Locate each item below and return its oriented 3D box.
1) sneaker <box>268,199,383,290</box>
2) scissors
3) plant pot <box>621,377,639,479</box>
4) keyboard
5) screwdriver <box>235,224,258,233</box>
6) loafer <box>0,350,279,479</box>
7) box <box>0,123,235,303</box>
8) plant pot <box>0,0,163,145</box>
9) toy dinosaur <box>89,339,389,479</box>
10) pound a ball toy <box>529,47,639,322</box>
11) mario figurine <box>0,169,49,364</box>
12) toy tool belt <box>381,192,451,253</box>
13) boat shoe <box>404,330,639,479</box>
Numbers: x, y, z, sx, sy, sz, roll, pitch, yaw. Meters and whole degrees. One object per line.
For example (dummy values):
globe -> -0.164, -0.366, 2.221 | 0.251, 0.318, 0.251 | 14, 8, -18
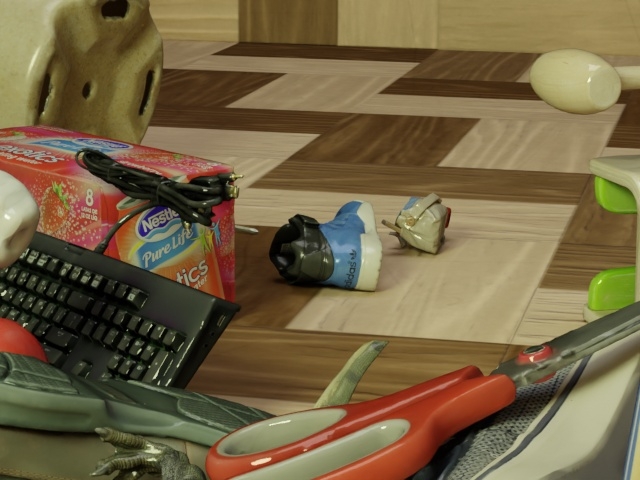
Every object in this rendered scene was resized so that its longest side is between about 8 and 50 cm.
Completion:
sneaker -> 0.000, -0.001, 1.525 | 0.085, 0.058, 0.152 | 7, 19, -7
scissors -> 0.084, 0.064, 0.811 | 0.297, 0.021, 0.109 | -18, 11, -9
plant pot -> 0.234, 0.102, 0.660 | 0.212, 0.236, 0.236 | -18, 35, -36
keyboard -> -0.161, 0.020, 1.207 | 0.317, 0.201, 0.033 | 17, -23, 48
screwdriver -> -0.132, -0.026, 1.706 | 0.170, 0.025, 0.024 | 6, 14, 25
loafer -> -0.097, 0.116, 0.941 | 0.267, 0.084, 0.096 | 17, 5, -35
box -> -0.193, -0.011, 1.421 | 0.128, 0.122, 0.257 | -10, 17, -42
plant pot -> -0.339, -0.186, 1.840 | 0.305, 0.333, 0.334 | 19, 20, 26
toy dinosaur -> -0.054, 0.136, 0.839 | 0.118, 0.064, 0.268 | 2, 37, 16
pound a ball toy -> 0.318, -0.035, 1.351 | 0.319, 0.208, 0.136 | -3, 13, -17
mario figurine -> -0.271, 0.046, 1.042 | 0.170, 0.198, 0.320 | 6, 3, -39
toy tool belt -> 0.084, -0.019, 1.624 | 0.051, 0.052, 0.083 | 11, 14, 9
boat shoe -> 0.065, 0.147, 0.820 | 0.158, 0.127, 0.340 | -19, 8, 31
